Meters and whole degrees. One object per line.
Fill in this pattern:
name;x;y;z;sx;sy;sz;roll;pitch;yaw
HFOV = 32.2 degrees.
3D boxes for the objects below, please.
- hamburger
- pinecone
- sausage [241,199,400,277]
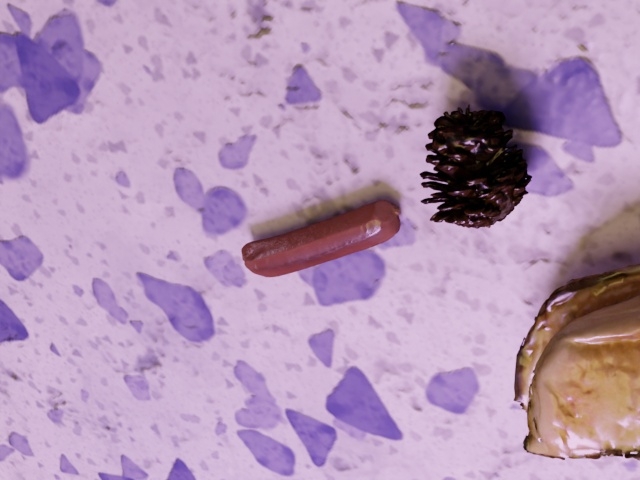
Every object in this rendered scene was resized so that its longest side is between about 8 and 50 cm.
hamburger;0.246;0.073;0.727;0.262;0.124;0.131;-8;99;27
pinecone;0.102;-0.048;0.742;0.077;0.077;0.083;-12;91;33
sausage;0.000;0.000;0.852;0.147;0.035;0.030;-17;145;36
